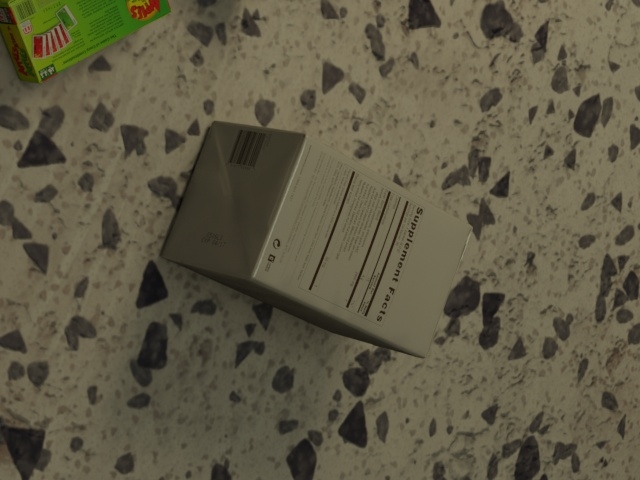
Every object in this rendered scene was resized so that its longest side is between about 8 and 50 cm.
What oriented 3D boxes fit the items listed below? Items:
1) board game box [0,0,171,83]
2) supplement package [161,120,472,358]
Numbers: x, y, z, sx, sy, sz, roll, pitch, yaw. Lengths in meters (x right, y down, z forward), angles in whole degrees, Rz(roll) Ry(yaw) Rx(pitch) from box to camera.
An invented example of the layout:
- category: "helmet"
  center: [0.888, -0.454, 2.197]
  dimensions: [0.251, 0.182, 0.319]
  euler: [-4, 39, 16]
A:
- category: "board game box"
  center: [-0.251, -0.247, 1.771]
  dimensions: [0.181, 0.043, 0.092]
  euler: [-34, 119, -31]
- category: "supplement package"
  center: [0.000, 0.000, 1.943]
  dimensions: [0.293, 0.177, 0.175]
  euler: [27, 80, -41]
